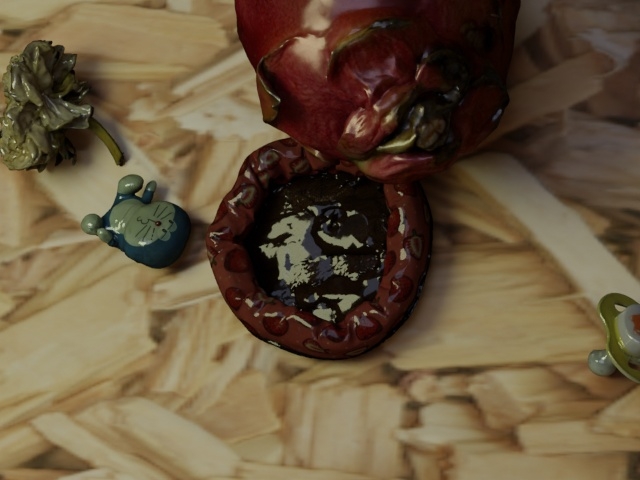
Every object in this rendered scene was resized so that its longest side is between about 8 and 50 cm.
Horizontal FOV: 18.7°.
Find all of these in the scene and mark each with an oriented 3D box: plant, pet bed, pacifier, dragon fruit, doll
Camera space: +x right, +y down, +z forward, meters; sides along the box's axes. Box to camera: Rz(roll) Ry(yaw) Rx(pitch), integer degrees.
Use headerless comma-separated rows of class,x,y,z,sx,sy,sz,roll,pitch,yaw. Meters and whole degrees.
plant,-0.222,-0.109,1.681,0.122,0.104,0.117,16,101,-3
pet bed,0.000,0.000,1.594,0.201,0.053,0.201,-7,67,16
pacifier,0.235,0.083,1.499,0.064,0.068,0.083,-43,41,38
dragon fruit,0.041,-0.184,1.529,0.250,0.250,0.315,-10,73,15
doll,-0.148,-0.013,1.648,0.083,0.050,0.076,25,65,24
